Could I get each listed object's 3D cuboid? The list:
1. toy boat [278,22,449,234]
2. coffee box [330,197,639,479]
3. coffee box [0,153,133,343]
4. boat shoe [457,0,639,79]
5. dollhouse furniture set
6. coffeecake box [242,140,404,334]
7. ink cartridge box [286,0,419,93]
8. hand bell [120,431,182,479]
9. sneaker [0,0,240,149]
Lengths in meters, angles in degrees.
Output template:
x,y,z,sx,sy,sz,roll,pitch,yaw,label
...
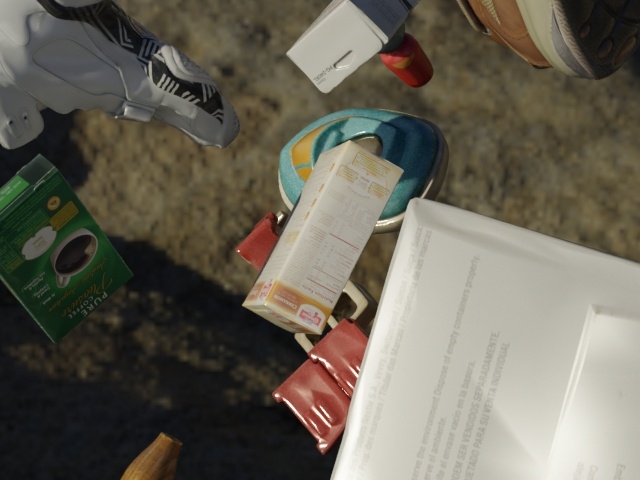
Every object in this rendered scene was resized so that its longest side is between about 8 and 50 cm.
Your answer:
x,y,z,sx,sy,sz,roll,pitch,yaw,label
0.062,-0.161,2.132,0.267,0.148,0.318,3,63,38,toy boat
0.219,0.195,1.087,0.338,0.337,0.334,16,-1,24,coffee box
-0.274,0.012,1.569,0.113,0.184,0.040,-44,50,-12,coffee box
0.090,-0.236,0.898,0.123,0.324,0.116,-38,30,-30,boat shoe
-0.013,0.123,2.181,0.374,0.152,0.201,48,12,29,dollhouse furniture set
0.000,0.000,1.595,0.068,0.185,0.142,29,-8,-10,coffeecake box
0.044,-0.235,1.633,0.063,0.109,0.150,45,43,-9,ink cartridge box
-0.178,0.260,1.226,0.126,0.242,0.126,28,-4,2,hand bell
-0.276,-0.176,1.811,0.366,0.210,0.137,39,-1,-29,sneaker
